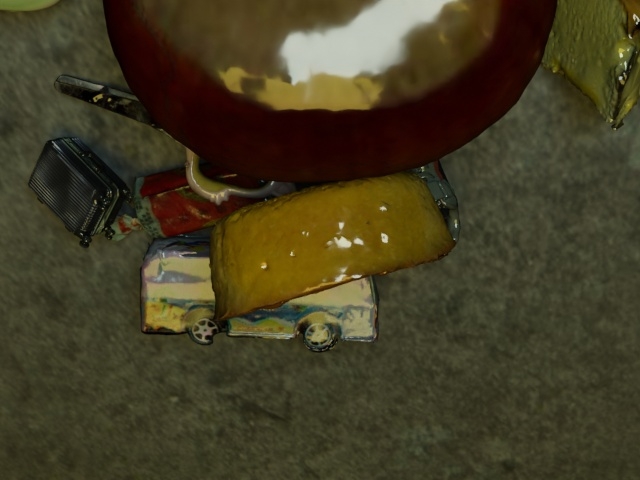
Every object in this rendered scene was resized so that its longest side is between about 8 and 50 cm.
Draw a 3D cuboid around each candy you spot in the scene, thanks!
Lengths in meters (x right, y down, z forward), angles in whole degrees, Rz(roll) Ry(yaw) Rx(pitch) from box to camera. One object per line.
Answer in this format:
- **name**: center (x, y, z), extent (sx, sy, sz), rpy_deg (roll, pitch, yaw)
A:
- **candy**: center (-0.148, -0.057, 1.003), extent (0.292, 0.059, 0.086), rpy_deg (-14, 121, 9)

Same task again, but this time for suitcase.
- **suitcase**: center (-0.295, -0.063, 0.971), extent (0.126, 0.059, 0.086), rpy_deg (42, 118, 14)

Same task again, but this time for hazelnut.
- **hazelnut**: center (0.008, -0.230, 0.747), extent (0.409, 0.359, 0.359), rpy_deg (-1, 123, -4)

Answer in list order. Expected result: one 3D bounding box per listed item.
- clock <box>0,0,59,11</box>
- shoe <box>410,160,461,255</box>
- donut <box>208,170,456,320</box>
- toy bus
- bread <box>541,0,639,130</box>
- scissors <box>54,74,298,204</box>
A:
- **clock**: center (-0.357, -0.387, 0.769), extent (0.235, 0.096, 0.308), rpy_deg (7, 122, -3)
- **shoe**: center (0.110, -0.061, 0.965), extent (0.099, 0.125, 0.227), rpy_deg (-16, 123, 13)
- **donut**: center (0.003, -0.001, 0.862), extent (0.278, 0.277, 0.108), rpy_deg (-16, 89, 10)
- **toy bus**: center (-0.077, 0.064, 1.059), extent (0.317, 0.112, 0.138), rpy_deg (1, 114, -2)
- **bread**: center (0.339, -0.206, 0.848), extent (0.169, 0.160, 0.140), rpy_deg (2, 123, -1)
- **scissors**: center (-0.165, -0.139, 0.943), extent (0.318, 0.024, 0.160), rpy_deg (17, 91, 0)
